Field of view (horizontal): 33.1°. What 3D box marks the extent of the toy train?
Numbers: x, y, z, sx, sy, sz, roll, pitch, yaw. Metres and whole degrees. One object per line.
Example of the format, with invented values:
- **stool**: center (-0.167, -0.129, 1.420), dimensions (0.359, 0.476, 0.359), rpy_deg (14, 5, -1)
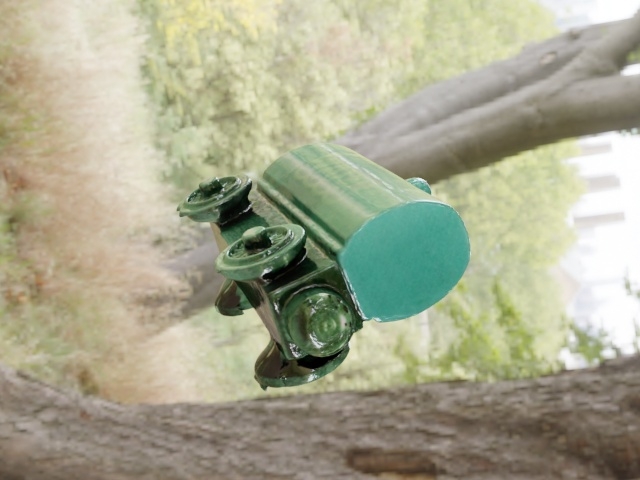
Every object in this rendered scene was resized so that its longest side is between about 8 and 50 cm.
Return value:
- **toy train**: center (0.000, 0.000, 0.695), dimensions (0.101, 0.159, 0.248), rpy_deg (66, -7, -21)
